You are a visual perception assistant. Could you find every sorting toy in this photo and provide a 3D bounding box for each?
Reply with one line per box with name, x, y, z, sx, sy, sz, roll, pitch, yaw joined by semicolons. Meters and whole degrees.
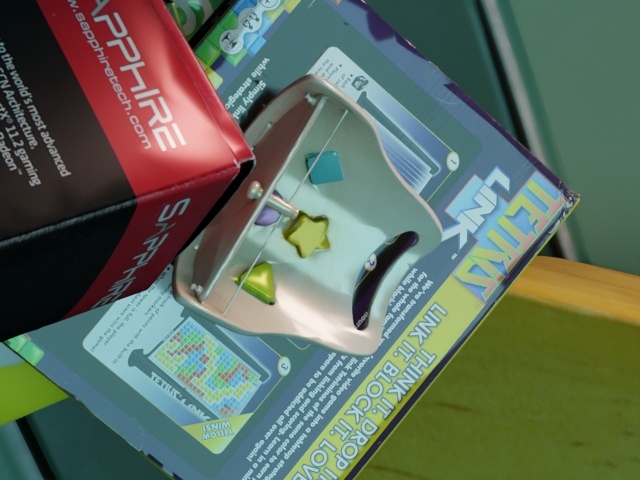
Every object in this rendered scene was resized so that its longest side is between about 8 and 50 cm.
sorting toy;0.000;0.000;0.523;0.075;0.045;0.083;33;85;-19

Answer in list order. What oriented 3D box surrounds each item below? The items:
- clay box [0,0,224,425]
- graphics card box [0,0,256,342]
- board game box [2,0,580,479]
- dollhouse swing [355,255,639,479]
clay box;-0.113;-0.005;0.593;0.222;0.053;0.127;-23;109;-13
graphics card box;-0.229;-0.045;0.406;0.371;0.094;0.233;-21;75;-36
board game box;-0.016;0.003;0.564;0.141;0.048;0.170;42;84;-12
dollhouse swing;0.161;0.190;0.737;0.315;0.305;0.347;14;100;19
